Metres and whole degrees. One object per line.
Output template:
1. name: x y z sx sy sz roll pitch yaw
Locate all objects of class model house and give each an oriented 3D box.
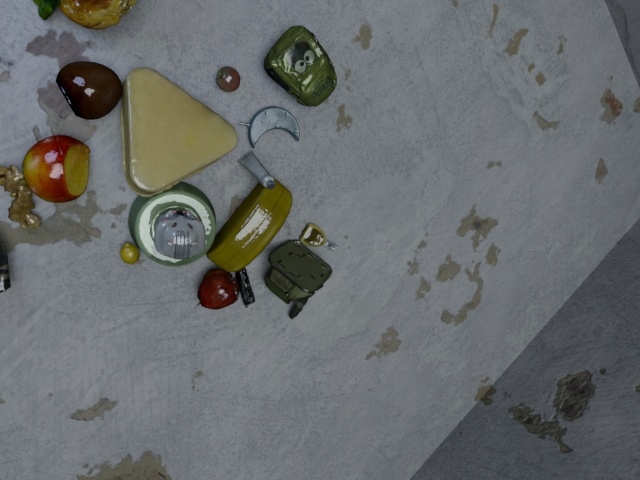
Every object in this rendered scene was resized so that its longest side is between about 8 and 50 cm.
1. model house: -0.125 0.179 1.803 0.205 0.218 0.278 -35 161 -52

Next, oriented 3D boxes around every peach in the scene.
1. peach: -0.768 -0.211 1.371 0.192 0.190 0.190 -30 115 -4
2. peach: -0.303 -0.532 1.533 0.083 0.083 0.083 -7 107 -21

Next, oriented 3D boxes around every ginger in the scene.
1. ginger: -0.914 -0.135 1.386 0.193 0.052 0.176 35 120 -16

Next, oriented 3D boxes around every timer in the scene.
1. timer: -0.458 -0.029 1.483 0.291 0.315 0.290 -6 106 -21

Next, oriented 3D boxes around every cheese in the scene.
1. cheese: -0.486 -0.301 1.445 0.384 0.104 0.383 3 84 -33
2. cheese: 0.000 0.000 1.841 0.162 0.036 0.086 29 94 -27

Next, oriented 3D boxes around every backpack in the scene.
1. backpack: -0.062 -0.587 1.592 0.207 0.140 0.253 -50 124 -3

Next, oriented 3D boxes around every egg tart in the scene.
1. egg tart: -0.601 -0.757 1.266 0.150 0.352 0.351 -31 125 -62

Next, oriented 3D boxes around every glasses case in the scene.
1. glasses case: -0.240 -0.047 1.647 0.141 0.173 0.371 39 87 -24

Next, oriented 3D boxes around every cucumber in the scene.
1. cucumber: -0.290 0.171 1.763 0.053 0.053 0.181 -19 109 -17

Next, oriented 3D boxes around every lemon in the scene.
1. lemon: -0.644 0.044 1.565 0.062 0.062 0.083 -12 113 -20

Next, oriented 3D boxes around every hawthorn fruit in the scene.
1. hawthorn fruit: -0.380 0.186 1.680 0.172 0.148 0.148 -39 117 10

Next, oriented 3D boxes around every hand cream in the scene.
1. hand cream: -0.217 -0.243 1.606 0.067 0.194 0.042 -39 147 -5

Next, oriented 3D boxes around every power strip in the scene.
1. power strip: -0.180 -0.403 1.642 0.216 0.044 0.137 -12 109 -20

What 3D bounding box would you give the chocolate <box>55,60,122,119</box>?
1. chocolate: -0.672 -0.447 1.365 0.177 0.177 0.176 -7 107 -21

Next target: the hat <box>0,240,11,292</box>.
1. hat: -1.152 0.108 1.344 0.382 0.257 0.366 -29 139 25

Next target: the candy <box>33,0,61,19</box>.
1. candy: -0.795 -0.738 1.238 0.246 0.149 0.069 47 41 -26
